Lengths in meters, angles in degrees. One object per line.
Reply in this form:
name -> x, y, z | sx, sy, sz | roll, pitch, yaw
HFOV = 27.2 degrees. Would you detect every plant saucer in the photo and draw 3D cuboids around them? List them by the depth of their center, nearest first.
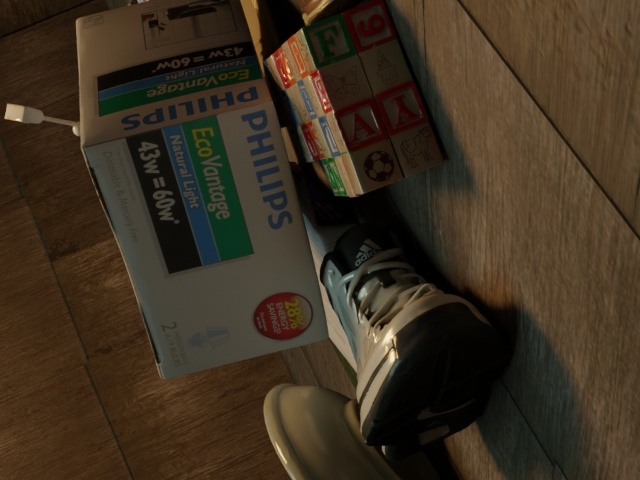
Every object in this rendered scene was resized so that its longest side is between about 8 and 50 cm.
plant saucer -> 0.085, 0.349, 2.000 | 0.400, 0.100, 0.400 | 44, -167, -13

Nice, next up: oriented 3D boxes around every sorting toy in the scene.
sorting toy -> -0.111, -0.263, 1.895 | 0.307, 0.041, 0.229 | -6, 109, 67

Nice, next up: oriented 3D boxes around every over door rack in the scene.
over door rack -> -0.316, -0.265, 1.852 | 0.324, 0.108, 0.239 | 8, -88, -59

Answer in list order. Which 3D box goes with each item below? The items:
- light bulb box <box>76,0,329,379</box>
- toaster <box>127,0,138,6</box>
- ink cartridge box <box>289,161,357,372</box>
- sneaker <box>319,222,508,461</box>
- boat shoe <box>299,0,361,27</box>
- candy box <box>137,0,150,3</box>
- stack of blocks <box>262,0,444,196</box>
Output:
light bulb box -> -0.154, -0.083, 1.685 | 0.361, 0.225, 0.358 | -107, 3, -56
toaster -> -0.274, -0.365, 2.522 | 0.227, 0.129, 0.146 | 60, 173, 28
ink cartridge box -> 0.000, 0.000, 2.001 | 0.324, 0.071, 0.330 | -131, 24, -64
sneaker -> 0.068, 0.086, 1.474 | 0.257, 0.169, 0.447 | 62, 173, 17
boat shoe -> 0.004, -0.254, 1.326 | 0.178, 0.064, 0.060 | -155, 40, -81
candy box -> -0.253, -0.460, 2.151 | 0.317, 0.122, 0.268 | 74, 170, -46
stack of blocks -> 0.026, -0.140, 1.402 | 0.297, 0.087, 0.171 | -170, 58, -80
